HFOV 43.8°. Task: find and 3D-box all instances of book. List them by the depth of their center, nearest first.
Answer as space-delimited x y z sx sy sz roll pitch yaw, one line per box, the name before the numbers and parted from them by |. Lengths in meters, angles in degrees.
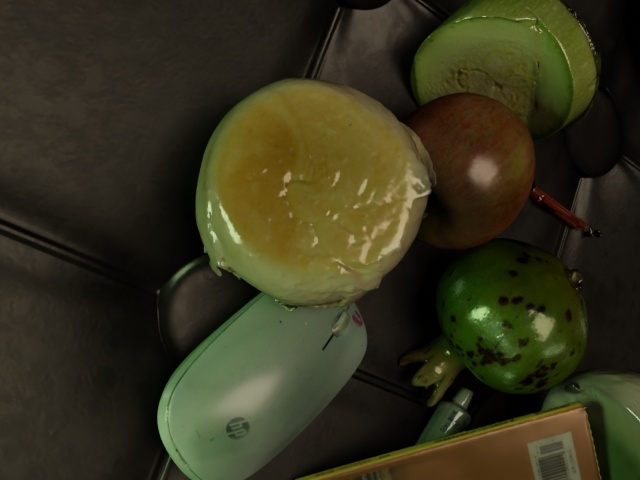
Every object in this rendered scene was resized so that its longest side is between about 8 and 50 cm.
book | 0.177 0.371 0.993 0.374 0.028 0.262 -14 99 -3

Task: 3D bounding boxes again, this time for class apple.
apple | 0.173 -0.089 0.994 0.174 0.188 0.188 -41 111 -31

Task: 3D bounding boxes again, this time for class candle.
candle | 0.374 -0.039 1.222 0.167 0.021 0.026 30 54 -29

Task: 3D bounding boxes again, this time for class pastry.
pastry | -0.008 -0.048 0.869 0.265 0.133 0.264 1 79 -5

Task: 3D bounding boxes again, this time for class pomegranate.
pomegranate | 0.226 0.111 1.042 0.263 0.211 0.211 -33 114 15

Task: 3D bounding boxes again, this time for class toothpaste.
toothpaste | 0.131 0.311 1.051 0.268 0.047 0.069 -56 136 -17

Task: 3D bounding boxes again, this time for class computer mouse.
computer mouse | -0.052 0.151 0.901 0.288 0.097 0.159 -37 107 -25

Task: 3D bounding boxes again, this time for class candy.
candy | 0.451 0.376 1.062 0.186 0.386 0.426 -20 135 -25

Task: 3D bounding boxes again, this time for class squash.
squash | 0.241 -0.215 1.019 0.133 0.220 0.220 -41 111 -30
